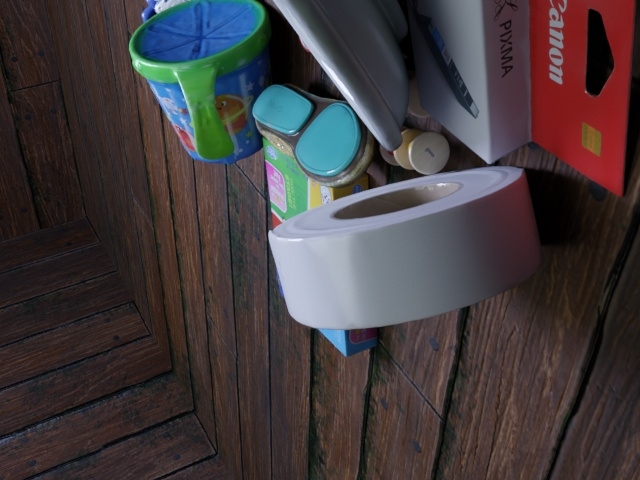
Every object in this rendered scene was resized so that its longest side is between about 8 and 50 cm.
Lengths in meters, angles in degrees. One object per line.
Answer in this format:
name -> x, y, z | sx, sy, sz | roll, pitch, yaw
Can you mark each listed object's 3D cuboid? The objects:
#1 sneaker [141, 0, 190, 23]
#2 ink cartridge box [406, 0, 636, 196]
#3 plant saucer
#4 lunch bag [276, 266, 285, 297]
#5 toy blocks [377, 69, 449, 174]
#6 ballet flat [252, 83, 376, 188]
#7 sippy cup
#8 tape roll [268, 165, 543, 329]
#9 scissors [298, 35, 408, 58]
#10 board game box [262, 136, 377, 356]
sneaker -> -0.250, -0.458, 1.547 | 0.112, 0.130, 0.296 | 67, 156, 14
ink cartridge box -> 0.174, -0.198, 0.797 | 0.261, 0.066, 0.296 | 49, 161, 44
plant saucer -> -0.004, -0.283, 0.928 | 0.400, 0.100, 0.400 | 53, -173, -9
lunch bag -> -0.030, 0.066, 1.368 | 0.098, 0.065, 0.067 | 18, 124, 63
toy blocks -> 0.106, -0.152, 1.075 | 0.148, 0.054, 0.123 | -146, 47, -70
ballet flat -> 0.010, -0.143, 1.230 | 0.348, 0.123, 0.123 | -139, 37, -57
sippy cup -> -0.177, -0.260, 1.441 | 0.240, 0.305, 0.224 | 16, 139, 29
tape roll -> 0.092, 0.002, 0.932 | 0.286, 0.286, 0.100 | 9, 116, 65
scissors -> 0.028, -0.306, 1.173 | 0.297, 0.021, 0.109 | 29, 133, 59
board game box -> 0.000, 0.000, 1.419 | 0.242, 0.064, 0.317 | 39, 141, 52
